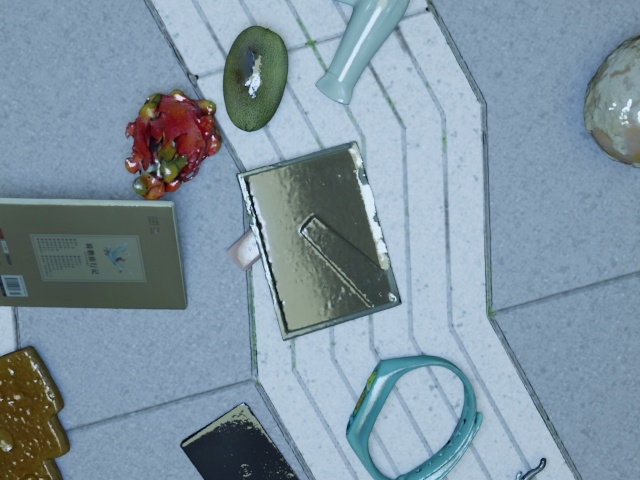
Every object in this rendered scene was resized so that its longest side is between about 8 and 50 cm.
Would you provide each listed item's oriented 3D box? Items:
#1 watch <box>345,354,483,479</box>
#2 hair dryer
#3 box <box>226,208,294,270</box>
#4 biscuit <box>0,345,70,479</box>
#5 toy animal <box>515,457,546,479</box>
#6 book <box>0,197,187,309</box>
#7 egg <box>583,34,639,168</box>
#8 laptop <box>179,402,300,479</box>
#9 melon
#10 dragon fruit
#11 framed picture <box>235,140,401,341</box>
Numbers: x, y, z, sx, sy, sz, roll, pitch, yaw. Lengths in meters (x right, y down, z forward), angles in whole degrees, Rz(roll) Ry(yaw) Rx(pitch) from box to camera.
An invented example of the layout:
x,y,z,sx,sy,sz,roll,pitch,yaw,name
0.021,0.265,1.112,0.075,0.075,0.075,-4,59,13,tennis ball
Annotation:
x,y,z,sx,sy,sz,roll,pitch,yaw,name
0.147,0.298,1.340,0.195,0.068,0.237,27,91,-4,watch
-0.003,-0.357,1.288,0.237,0.075,0.206,33,101,5,hair dryer
-0.096,-0.004,1.331,0.115,0.025,0.048,-41,95,3,box
-0.514,0.312,1.352,0.278,0.043,0.301,25,97,0,biscuit
0.319,0.496,1.348,0.137,0.082,0.270,-8,91,-2,toy animal
-0.370,0.024,1.280,0.310,0.021,0.217,1,130,0,book
0.509,-0.213,1.223,0.245,0.203,0.203,-30,94,-3,egg
-0.126,0.379,1.373,0.135,0.016,0.197,-33,96,2,laptop
-0.102,-0.248,1.273,0.099,0.099,0.162,12,98,-1,melon
-0.235,-0.141,1.267,0.133,0.208,0.150,10,139,12,dragon fruit
0.000,0.000,1.316,0.208,0.019,0.281,-15,95,-9,framed picture
